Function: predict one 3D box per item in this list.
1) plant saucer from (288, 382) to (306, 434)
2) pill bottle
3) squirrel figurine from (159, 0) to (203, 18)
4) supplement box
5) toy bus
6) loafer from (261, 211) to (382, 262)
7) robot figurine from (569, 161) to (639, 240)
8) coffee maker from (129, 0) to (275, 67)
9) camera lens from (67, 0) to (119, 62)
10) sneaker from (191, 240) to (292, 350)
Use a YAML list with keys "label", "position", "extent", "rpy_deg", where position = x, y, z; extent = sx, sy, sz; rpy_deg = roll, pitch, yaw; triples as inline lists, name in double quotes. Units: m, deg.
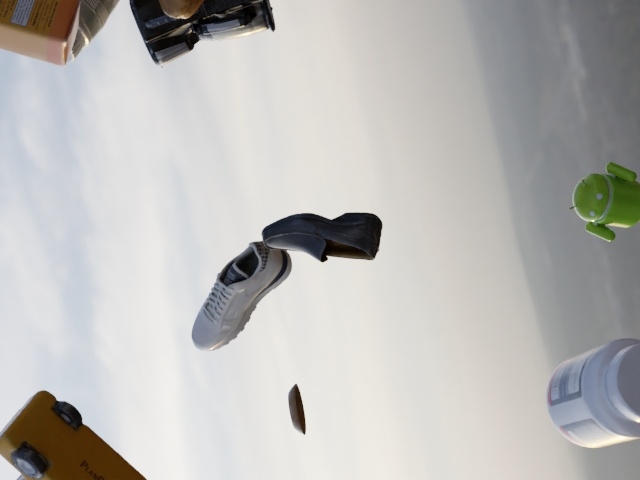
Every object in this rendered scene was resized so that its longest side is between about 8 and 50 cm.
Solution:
- label: "plant saucer"
  position: [-0.039, 0.269, 2.359]
  extent: [0.083, 0.015, 0.083]
  rpy_deg: [-11, -90, -85]
- label: "pill bottle"
  position: [0.320, 0.162, 1.590]
  extent: [0.180, 0.108, 0.108]
  rpy_deg: [133, 125, -74]
- label: "squirrel figurine"
  position: [-0.046, -0.488, 1.763]
  extent: [0.370, 0.281, 0.397]
  rpy_deg: [3, 113, 59]
- label: "supplement box"
  position: [-0.448, -0.313, 2.014]
  extent: [0.078, 0.233, 0.080]
  rpy_deg: [116, 166, -65]
- label: "toy bus"
  position: [-0.319, 0.367, 2.108]
  extent: [0.332, 0.130, 0.108]
  rpy_deg: [44, -129, -9]
- label: "loafer"
  position: [0.000, 0.000, 2.043]
  extent: [0.062, 0.170, 0.061]
  rpy_deg: [65, -156, -56]
- label: "robot figurine"
  position: [0.390, -0.054, 1.998]
  extent: [0.067, 0.115, 0.101]
  rpy_deg: [49, 126, 58]
- label: "coffee maker"
  position: [-0.166, -0.339, 2.006]
  extent: [0.120, 0.178, 0.171]
  rpy_deg: [-33, -73, -87]
- label: "camera lens"
  position: [-0.395, -0.440, 2.287]
  extent: [0.274, 0.219, 0.219]
  rpy_deg: [-61, -19, -14]
- label: "sneaker"
  position: [-0.153, 0.090, 2.513]
  extent: [0.090, 0.235, 0.095]
  rpy_deg: [46, -163, 27]
